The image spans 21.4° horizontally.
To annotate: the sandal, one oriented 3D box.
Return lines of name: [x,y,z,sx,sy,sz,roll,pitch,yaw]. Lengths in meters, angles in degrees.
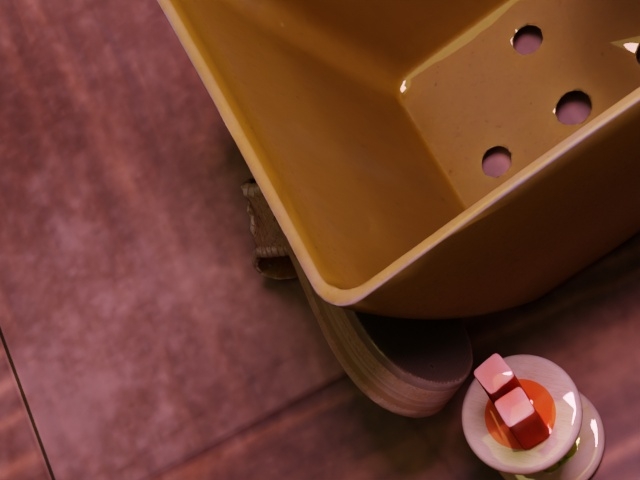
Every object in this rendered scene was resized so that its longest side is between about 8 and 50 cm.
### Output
sandal: [-0.006,-0.001,0.790,0.079,0.088,0.240,-55,39,34]

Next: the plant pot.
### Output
plant pot: [0.082,-0.088,0.720,0.212,0.187,0.212,-36,62,13]

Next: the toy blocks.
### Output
toy blocks: [0.078,0.102,0.691,0.054,0.148,0.123,-2,73,18]
